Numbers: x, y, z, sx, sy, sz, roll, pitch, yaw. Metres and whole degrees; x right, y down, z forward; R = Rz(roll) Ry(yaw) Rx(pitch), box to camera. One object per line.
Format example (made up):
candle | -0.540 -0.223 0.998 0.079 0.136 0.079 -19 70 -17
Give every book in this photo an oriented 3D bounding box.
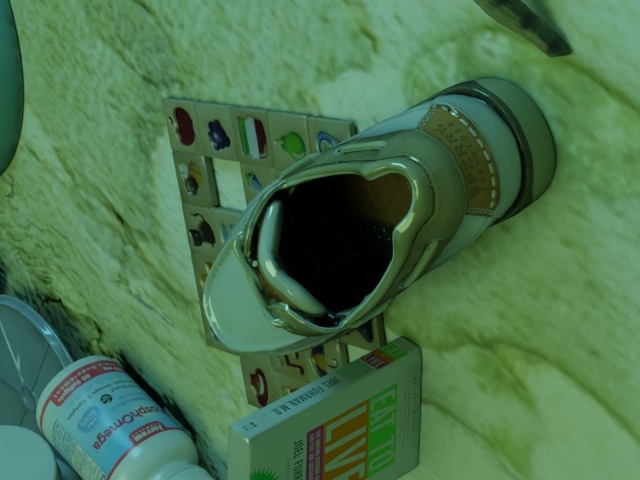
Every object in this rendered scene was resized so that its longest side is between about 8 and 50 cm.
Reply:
book | 0.003 0.127 0.826 0.035 0.144 0.096 30 130 38

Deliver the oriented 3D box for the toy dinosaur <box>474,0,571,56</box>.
toy dinosaur | 0.043 -0.215 0.670 0.118 0.064 0.268 1 112 43

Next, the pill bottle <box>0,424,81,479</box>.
pill bottle | -0.267 0.274 1.189 0.136 0.136 0.246 40 151 30

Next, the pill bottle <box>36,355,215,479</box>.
pill bottle | -0.158 0.173 1.093 0.160 0.087 0.087 39 135 31

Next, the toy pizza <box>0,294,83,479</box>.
toy pizza | -0.262 0.143 1.250 0.201 0.032 0.201 25 126 40

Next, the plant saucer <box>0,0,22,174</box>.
plant saucer | -0.372 -0.196 1.196 0.317 0.043 0.318 26 128 40

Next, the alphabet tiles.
alphabet tiles | -0.030 0.022 0.924 0.198 0.009 0.237 13 119 46

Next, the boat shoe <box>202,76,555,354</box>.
boat shoe | 0.000 0.000 0.784 0.113 0.103 0.302 59 139 7
